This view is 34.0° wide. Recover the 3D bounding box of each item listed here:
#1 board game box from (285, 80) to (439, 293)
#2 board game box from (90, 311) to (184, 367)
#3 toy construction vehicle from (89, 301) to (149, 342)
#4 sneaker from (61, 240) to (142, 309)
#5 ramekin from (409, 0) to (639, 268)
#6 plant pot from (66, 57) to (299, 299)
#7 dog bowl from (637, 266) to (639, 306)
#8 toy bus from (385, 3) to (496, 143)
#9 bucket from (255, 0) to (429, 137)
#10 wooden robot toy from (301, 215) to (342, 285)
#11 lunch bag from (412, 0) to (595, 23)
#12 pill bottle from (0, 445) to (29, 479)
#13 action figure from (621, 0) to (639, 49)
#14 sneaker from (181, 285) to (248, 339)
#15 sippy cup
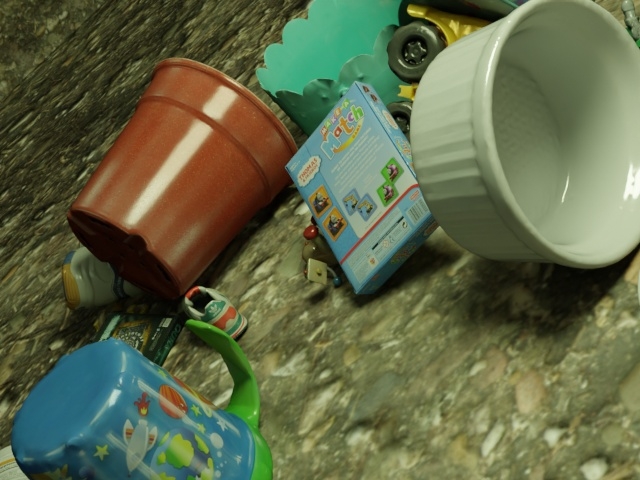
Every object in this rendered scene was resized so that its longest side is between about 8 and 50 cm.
[{"bbox_3d":[0.054,-0.065,1.295,0.160,0.039,0.212,-48,58,32],"label":"board game box"},{"bbox_3d":[-0.286,0.180,1.479,0.126,0.026,0.186,1,46,29],"label":"board game box"},{"bbox_3d":[-0.310,0.130,1.592,0.085,0.035,0.098,-11,40,40],"label":"toy construction vehicle"},{"bbox_3d":[-0.330,0.030,1.709,0.130,0.112,0.296,-5,25,-1],"label":"sneaker"},{"bbox_3d":[0.223,-0.105,1.094,0.135,0.277,0.277,-9,41,52],"label":"ramekin"},{"bbox_3d":[-0.211,-0.076,1.527,0.272,0.272,0.265,4,52,50],"label":"plant pot"},{"bbox_3d":[0.406,0.037,0.858,0.264,0.104,0.265,-28,31,19],"label":"dog bowl"},{"bbox_3d":[0.195,-0.177,1.338,0.211,0.149,0.220,12,94,21],"label":"toy bus"},{"bbox_3d":[0.062,-0.245,1.541,0.281,0.183,0.281,-28,31,19],"label":"bucket"},{"bbox_3d":[0.000,0.000,1.397,0.079,0.076,0.173,-23,32,46],"label":"wooden robot toy"},{"bbox_3d":[0.200,-0.341,1.340,0.224,0.279,0.108,23,95,53],"label":"lunch bag"},{"bbox_3d":[-0.360,0.340,1.281,0.117,0.117,0.215,-40,29,-1],"label":"pill bottle"},{"bbox_3d":[0.391,-0.217,1.263,0.137,0.063,0.232,-35,30,16],"label":"action figure"},{"bbox_3d":[-0.160,0.084,1.448,0.057,0.075,0.161,-45,30,-10],"label":"sneaker"},{"bbox_3d":[-0.208,0.235,1.149,0.240,0.224,0.306,-26,33,23],"label":"sippy cup"}]
